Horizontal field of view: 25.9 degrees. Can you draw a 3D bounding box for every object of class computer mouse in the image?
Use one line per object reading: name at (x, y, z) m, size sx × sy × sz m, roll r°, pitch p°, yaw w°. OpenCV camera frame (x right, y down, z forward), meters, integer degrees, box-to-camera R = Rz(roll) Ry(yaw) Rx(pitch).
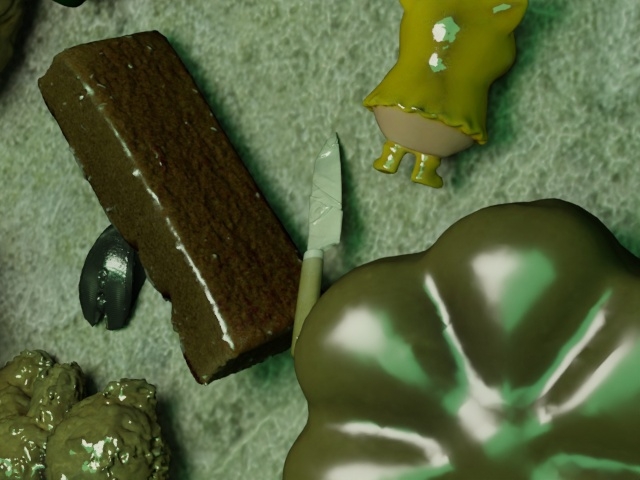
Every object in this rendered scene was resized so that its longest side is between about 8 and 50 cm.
computer mouse at (-0.252, 0.043, 1.670) m, size 0.079 × 0.047 × 0.135 m, roll 16°, pitch 94°, yaw 20°

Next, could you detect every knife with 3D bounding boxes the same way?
knife at (0.001, 0.001, 1.533) m, size 0.047 × 0.017 × 0.297 m, roll -17°, pitch 49°, yaw 29°

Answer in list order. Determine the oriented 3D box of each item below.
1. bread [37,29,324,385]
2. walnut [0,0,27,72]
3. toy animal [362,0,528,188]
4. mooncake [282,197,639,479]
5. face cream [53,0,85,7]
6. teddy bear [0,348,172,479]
bread at (-0.158, -0.047, 1.573) m, size 0.113 × 0.165 × 0.416 m, roll -45°, pitch 70°, yaw 43°
walnut at (-0.494, -0.289, 1.657) m, size 0.277 × 0.282 × 0.253 m, roll 25°, pitch 80°, yaw 27°
toy animal at (0.127, -0.175, 1.505) m, size 0.156 × 0.156 × 0.229 m, roll 17°, pitch 96°, yaw 19°
mooncake at (0.197, 0.193, 1.394) m, size 0.467 × 0.262 × 0.466 m, roll -1°, pitch 87°, yaw 17°
face cream at (-0.222, -0.458, 1.599) m, size 0.357 × 0.219 × 0.312 m, roll -37°, pitch 76°, yaw 14°
teddy bear at (-0.289, 0.254, 1.614) m, size 0.256 × 0.156 × 0.267 m, roll -4°, pitch 84°, yaw 17°
